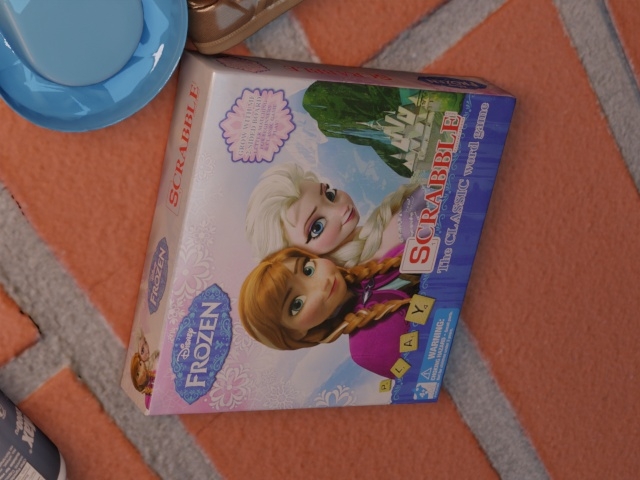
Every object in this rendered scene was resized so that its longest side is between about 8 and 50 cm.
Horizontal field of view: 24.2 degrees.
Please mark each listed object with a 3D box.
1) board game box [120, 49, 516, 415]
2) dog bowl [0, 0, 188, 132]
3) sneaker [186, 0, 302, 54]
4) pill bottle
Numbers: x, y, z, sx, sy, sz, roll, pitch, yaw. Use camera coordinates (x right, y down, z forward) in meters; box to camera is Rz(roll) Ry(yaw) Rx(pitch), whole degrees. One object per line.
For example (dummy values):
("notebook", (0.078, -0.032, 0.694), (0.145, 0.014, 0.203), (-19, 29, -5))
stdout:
("board game box", (0.000, 0.000, 1.353), (0.318, 0.066, 0.318), (1, 111, -31))
("dog bowl", (-0.213, -0.224, 1.116), (0.166, 0.074, 0.297), (-32, 124, -15))
("sneaker", (-0.038, -0.231, 1.222), (0.188, 0.066, 0.071), (-40, 125, -10))
("pill bottle", (-0.277, 0.192, 1.250), (0.108, 0.108, 0.180), (-41, 127, -8))
